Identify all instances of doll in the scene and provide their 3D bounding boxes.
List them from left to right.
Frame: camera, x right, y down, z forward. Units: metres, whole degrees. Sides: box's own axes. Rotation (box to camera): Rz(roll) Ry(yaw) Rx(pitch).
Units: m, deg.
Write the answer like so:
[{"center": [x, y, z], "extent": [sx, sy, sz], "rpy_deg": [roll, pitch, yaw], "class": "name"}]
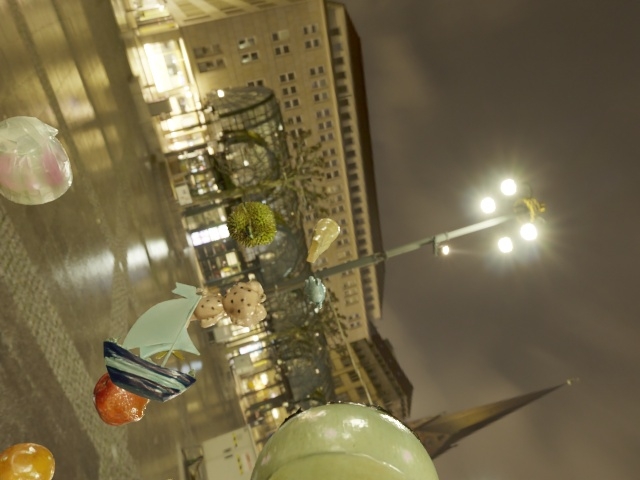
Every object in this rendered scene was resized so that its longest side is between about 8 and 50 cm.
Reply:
[{"center": [-0.306, 0.205, 1.598], "extent": [0.119, 0.278, 0.154], "rpy_deg": [76, 12, -50], "class": "doll"}, {"center": [-0.019, 0.195, 1.994], "extent": [0.180, 0.075, 0.120], "rpy_deg": [-149, -126, -79], "class": "doll"}]

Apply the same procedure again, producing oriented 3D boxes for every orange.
[{"center": [-0.798, 0.623, 1.358], "extent": [0.124, 0.156, 0.156], "rpy_deg": [44, -31, 55], "class": "orange"}]

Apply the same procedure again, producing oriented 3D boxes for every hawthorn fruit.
[{"center": [-0.641, 0.503, 1.633], "extent": [0.189, 0.189, 0.189], "rpy_deg": [164, -90, -79], "class": "hawthorn fruit"}]

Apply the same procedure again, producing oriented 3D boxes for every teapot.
[{"center": [-0.692, -0.193, 1.146], "extent": [0.178, 0.221, 0.163], "rpy_deg": [110, -19, -51], "class": "teapot"}]

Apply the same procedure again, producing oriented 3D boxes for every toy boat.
[{"center": [-0.357, 0.212, 1.169], "extent": [0.067, 0.220, 0.291], "rpy_deg": [116, -5, -53], "class": "toy boat"}]

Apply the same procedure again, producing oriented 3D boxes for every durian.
[{"center": [-0.222, -0.050, 1.710], "extent": [0.198, 0.159, 0.146], "rpy_deg": [21, -34, 37], "class": "durian"}]

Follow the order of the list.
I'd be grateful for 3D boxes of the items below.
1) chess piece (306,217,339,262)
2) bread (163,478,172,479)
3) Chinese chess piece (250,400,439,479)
[{"center": [0.000, 0.000, 1.738], "extent": [0.200, 0.090, 0.090], "rpy_deg": [-58, 140, -60], "class": "chess piece"}, {"center": [-0.290, 0.596, 1.018], "extent": [0.251, 0.182, 0.039], "rpy_deg": [17, -58, 28], "class": "bread"}, {"center": [0.044, 0.467, 0.921], "extent": [0.146, 0.349, 0.349], "rpy_deg": [-69, 147, -71], "class": "Chinese chess piece"}]
